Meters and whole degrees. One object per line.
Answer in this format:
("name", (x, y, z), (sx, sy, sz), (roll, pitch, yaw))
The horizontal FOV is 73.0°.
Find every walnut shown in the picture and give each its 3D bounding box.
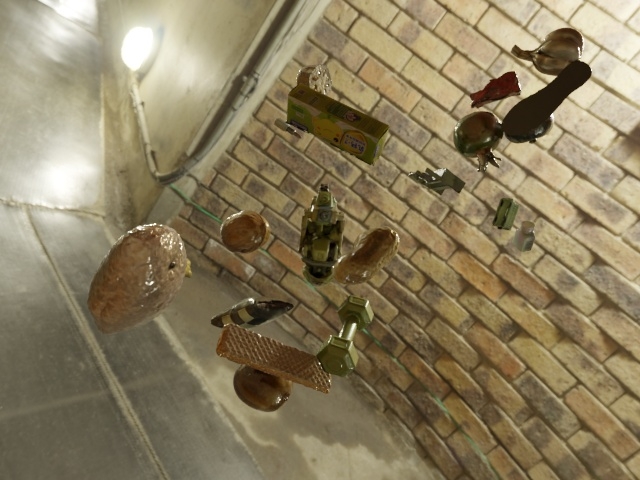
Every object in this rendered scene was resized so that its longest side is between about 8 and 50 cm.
("walnut", (-0.281, -0.031, 1.619), (0.167, 0.207, 0.167), (24, 58, -45))

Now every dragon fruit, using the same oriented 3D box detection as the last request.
("dragon fruit", (0.677, -0.551, 1.669), (0.092, 0.192, 0.122), (51, 21, -50))

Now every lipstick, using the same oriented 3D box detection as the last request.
("lipstick", (-0.106, -0.373, 1.452), (0.107, 0.025, 0.025), (36, 43, 11))

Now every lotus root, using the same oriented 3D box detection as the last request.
("lotus root", (-0.025, -0.525, 1.445), (0.081, 0.112, 0.122), (14, -37, 28))

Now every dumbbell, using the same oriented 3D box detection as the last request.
("dumbbell", (0.083, 0.292, 1.355), (0.122, 0.108, 0.302), (14, 28, 12))

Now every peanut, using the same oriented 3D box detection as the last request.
("peanut", (0.129, 0.045, 1.242), (0.120, 0.236, 0.110), (51, -22, 8))

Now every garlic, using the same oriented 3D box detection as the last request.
("garlic", (0.653, -0.546, 1.240), (0.194, 0.127, 0.131), (27, 53, 28))

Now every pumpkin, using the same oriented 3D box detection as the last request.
("pumpkin", (0.757, -0.418, 1.580), (0.167, 0.167, 0.125), (-113, -175, -57))

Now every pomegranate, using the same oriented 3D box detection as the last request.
("pomegranate", (0.592, -0.363, 1.599), (0.182, 0.182, 0.224), (14, 55, -50))

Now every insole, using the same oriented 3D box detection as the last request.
("insole", (0.586, -0.364, 1.123), (0.086, 0.253, 0.005), (54, 14, 16))

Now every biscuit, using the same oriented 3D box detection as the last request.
("biscuit", (-0.122, 0.350, 1.265), (0.379, 0.054, 0.094), (27, 50, -19))

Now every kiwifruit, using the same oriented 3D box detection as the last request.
("kiwifruit", (-0.207, 0.531, 1.605), (0.234, 0.195, 0.196), (19, 4, 39))

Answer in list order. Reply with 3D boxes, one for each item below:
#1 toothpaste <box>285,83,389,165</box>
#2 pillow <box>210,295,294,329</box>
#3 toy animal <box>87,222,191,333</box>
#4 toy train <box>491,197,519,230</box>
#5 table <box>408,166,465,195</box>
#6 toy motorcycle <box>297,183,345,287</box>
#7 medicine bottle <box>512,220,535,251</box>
("toothpaste", (0.045, -0.355, 1.315), (0.328, 0.110, 0.077), (30, 57, 14))
("pillow", (-0.240, 0.255, 1.517), (0.186, 0.250, 0.105), (12, 60, -49))
("toy animal", (-0.440, 0.098, 1.058), (0.188, 0.358, 0.226), (41, 24, -1))
("toy train", (0.521, -0.072, 1.217), (0.056, 0.093, 0.038), (22, -2, -39))
("table", (0.465, -0.249, 1.737), (0.175, 0.062, 0.146), (32, -5, -13))
("toy motorcycle", (0.000, 0.000, 1.610), (0.169, 0.409, 0.237), (2, 17, -3))
("medicine bottle", (0.848, -0.020, 1.793), (0.055, 0.117, 0.074), (-8, 37, -5))
